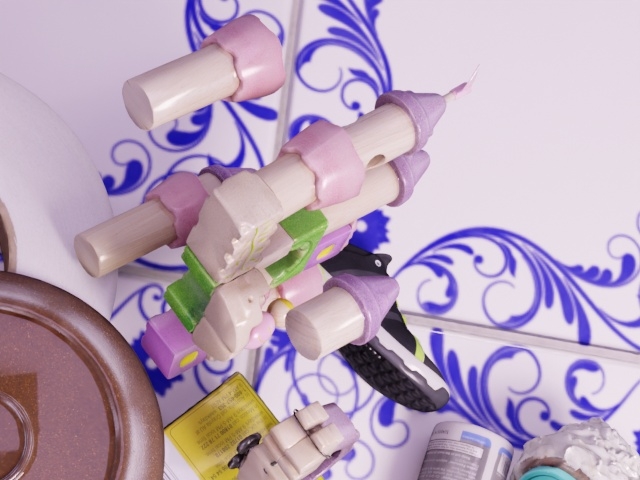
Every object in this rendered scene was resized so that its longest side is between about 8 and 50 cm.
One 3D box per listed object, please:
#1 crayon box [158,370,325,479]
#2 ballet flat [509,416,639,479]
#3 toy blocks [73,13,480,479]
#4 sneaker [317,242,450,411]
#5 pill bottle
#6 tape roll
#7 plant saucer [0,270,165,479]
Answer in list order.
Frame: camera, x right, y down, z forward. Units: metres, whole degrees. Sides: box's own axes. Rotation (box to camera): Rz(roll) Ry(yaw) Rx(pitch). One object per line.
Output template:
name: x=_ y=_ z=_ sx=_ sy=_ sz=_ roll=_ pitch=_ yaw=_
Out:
crayon box: x=-0.056 y=0.300 z=1.395 sx=0.202 sy=0.081 sz=0.318 roll=-36 pitch=84 yaw=-22
ballet flat: x=0.334 y=0.323 z=1.448 sx=0.147 sy=0.147 sz=0.409 roll=-34 pitch=84 yaw=-22
toy blocks: x=0.000 y=0.000 z=1.332 sx=0.260 sy=0.288 sz=0.309 roll=-27 pitch=71 yaw=-32
sneaker: x=0.047 y=0.054 z=1.499 sx=0.235 sy=0.084 sz=0.097 roll=44 pitch=67 yaw=2
pill bottle: x=0.120 y=0.239 z=1.463 sx=0.078 sy=0.078 sz=0.137 roll=23 pitch=69 yaw=-7
tape roll: x=-0.371 y=0.021 z=1.405 sx=0.392 sy=0.072 sz=0.392 roll=4 pitch=73 yaw=-13
plant saucer: x=-0.277 y=0.166 z=1.316 sx=0.311 sy=0.050 sz=0.310 roll=4 pitch=71 yaw=-12
